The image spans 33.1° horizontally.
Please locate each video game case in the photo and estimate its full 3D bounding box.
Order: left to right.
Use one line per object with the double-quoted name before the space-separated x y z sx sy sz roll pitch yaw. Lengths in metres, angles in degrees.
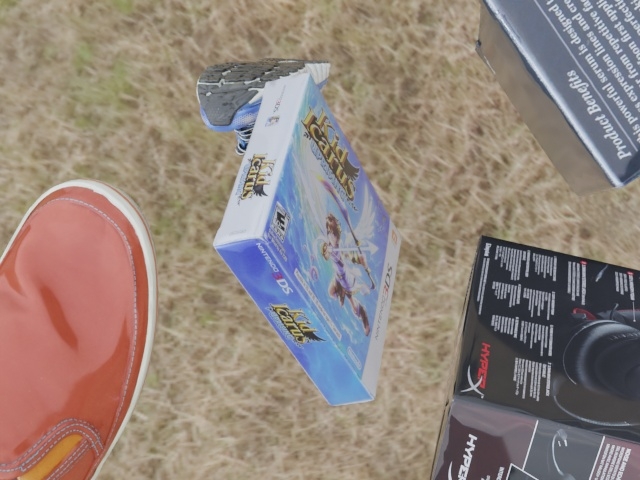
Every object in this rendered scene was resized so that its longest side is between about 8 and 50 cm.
"video game case" 0.000 0.000 1.159 0.061 0.269 0.244 -11 43 24

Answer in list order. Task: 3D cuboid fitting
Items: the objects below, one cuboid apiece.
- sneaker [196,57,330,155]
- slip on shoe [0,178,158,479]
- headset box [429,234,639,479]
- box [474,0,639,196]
"sneaker" -0.065 -0.169 1.457 0.129 0.330 0.147 5 102 19
"slip on shoe" -0.195 0.117 0.672 0.123 0.101 0.331 22 84 8
"headset box" 0.241 0.123 0.799 0.293 0.218 0.110 12 123 6
"box" 0.363 -0.235 1.004 0.395 0.293 0.212 -34 87 7
